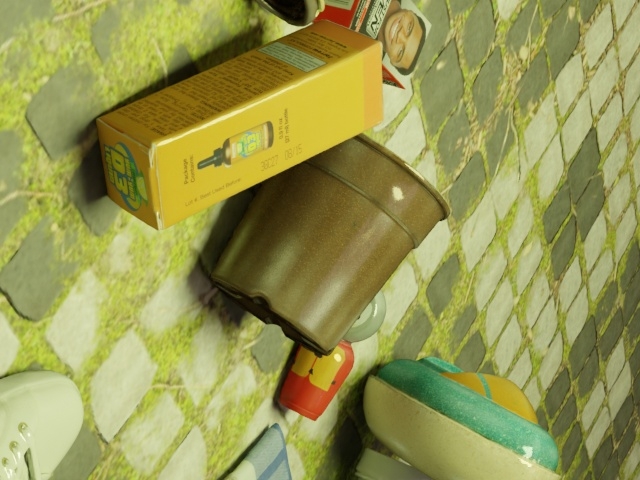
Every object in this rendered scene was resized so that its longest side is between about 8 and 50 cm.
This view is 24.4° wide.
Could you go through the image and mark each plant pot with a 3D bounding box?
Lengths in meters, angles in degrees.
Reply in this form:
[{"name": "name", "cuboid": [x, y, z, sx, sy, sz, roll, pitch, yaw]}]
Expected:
[{"name": "plant pot", "cuboid": [0.000, 0.000, 1.279, 0.165, 0.167, 0.167, -57, 149, -10]}]

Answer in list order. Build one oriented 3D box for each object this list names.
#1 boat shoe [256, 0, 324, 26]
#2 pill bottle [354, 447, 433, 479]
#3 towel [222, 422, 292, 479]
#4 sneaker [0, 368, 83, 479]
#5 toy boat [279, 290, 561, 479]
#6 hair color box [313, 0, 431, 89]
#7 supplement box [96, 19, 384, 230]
[{"name": "boat shoe", "cuboid": [-0.061, -0.248, 1.064, 0.324, 0.117, 0.096, 29, 78, -67]}, {"name": "pill bottle", "cuboid": [0.046, 0.342, 1.590, 0.124, 0.124, 0.221, 39, 72, -60]}, {"name": "towel", "cuboid": [-0.109, 0.334, 1.412, 0.285, 0.034, 0.209, -46, 140, -41]}, {"name": "sneaker", "cuboid": [-0.239, 0.199, 1.014, 0.290, 0.123, 0.106, -43, 139, -42]}, {"name": "toy boat", "cuboid": [0.109, 0.157, 1.506, 0.318, 0.267, 0.148, 29, 87, -29]}, {"name": "hair color box", "cuboid": [0.049, -0.199, 1.352, 0.141, 0.043, 0.072, 34, 76, -61]}, {"name": "supplement box", "cuboid": [-0.057, -0.094, 1.147, 0.233, 0.080, 0.078, -29, 132, -35]}]
